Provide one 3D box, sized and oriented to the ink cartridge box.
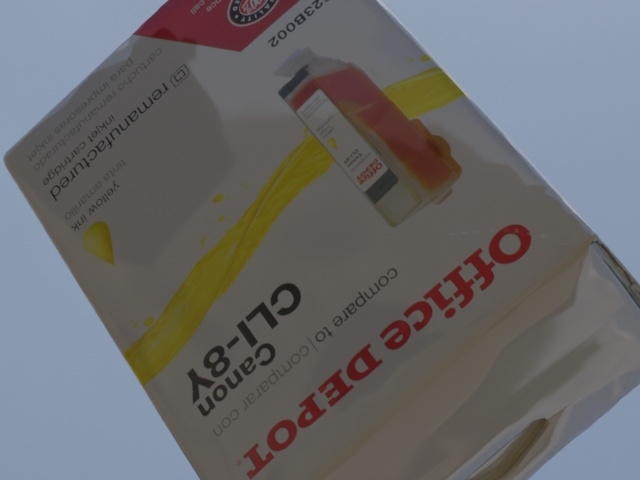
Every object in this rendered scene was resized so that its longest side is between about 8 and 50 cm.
[{"bbox_3d":[0.000,0.000,1.099,0.279,0.385,0.160,-42,-38,5],"label":"ink cartridge box"}]
